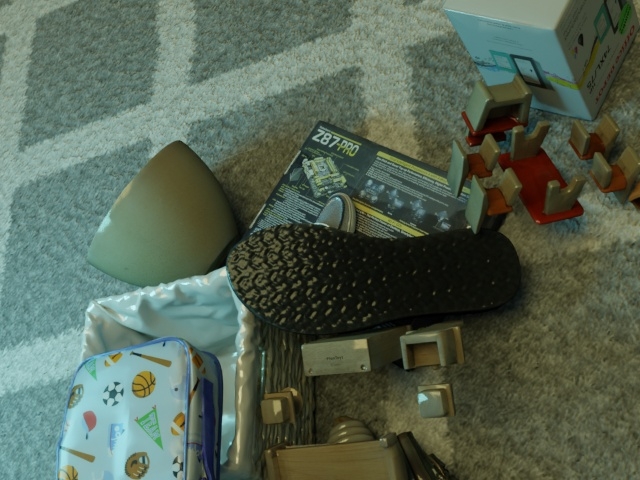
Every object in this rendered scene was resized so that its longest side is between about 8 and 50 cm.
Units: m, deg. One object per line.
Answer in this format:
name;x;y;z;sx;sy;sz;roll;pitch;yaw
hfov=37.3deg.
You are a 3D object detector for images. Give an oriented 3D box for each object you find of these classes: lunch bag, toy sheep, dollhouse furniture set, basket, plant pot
lunch bag;-0.245;0.295;1.326;0.243;0.115;0.304;-14;61;21
toy sheep;0.049;0.332;1.480;0.091;0.091;0.132;-32;52;13
dollhouse furniture set;0.094;0.310;1.382;0.303;0.173;0.356;-10;88;25
dollhouse furniture set;0.320;-0.126;1.486;0.261;0.135;0.259;-11;52;-13
basket;-0.193;0.258;1.543;0.331;0.266;0.329;-13;61;25
plant pot;-0.264;-0.016;1.748;0.191;0.284;0.284;35;86;2

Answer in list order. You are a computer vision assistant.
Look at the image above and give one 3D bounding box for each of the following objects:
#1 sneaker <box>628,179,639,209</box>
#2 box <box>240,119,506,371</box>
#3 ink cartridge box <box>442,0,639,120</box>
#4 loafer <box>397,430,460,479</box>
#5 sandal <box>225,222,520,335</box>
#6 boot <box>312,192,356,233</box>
sneaker;0.558;-0.004;1.346;0.123;0.106;0.290;-49;44;13
box;0.070;-0.005;1.626;0.394;0.097;0.318;27;83;36
ink cartridge box;0.362;-0.358;1.519;0.197;0.270;0.198;21;79;35
loafer;0.187;0.391;1.376;0.084;0.096;0.268;-23;56;-4
sandal;0.079;0.065;1.451;0.445;0.107;0.168;1;78;-5
boot;0.000;0.000;1.548;0.069;0.086;0.190;5;73;32
